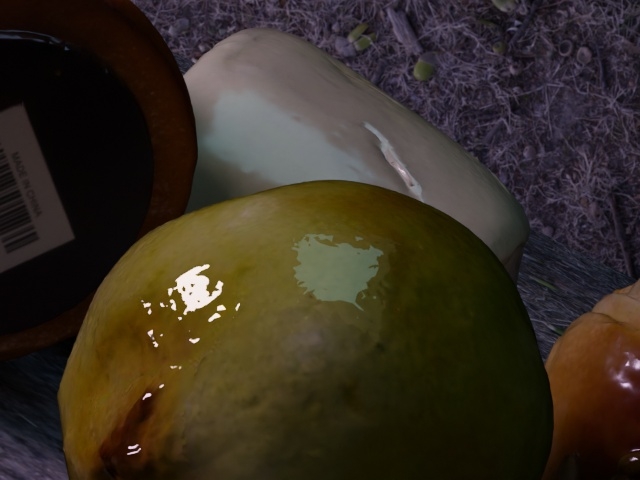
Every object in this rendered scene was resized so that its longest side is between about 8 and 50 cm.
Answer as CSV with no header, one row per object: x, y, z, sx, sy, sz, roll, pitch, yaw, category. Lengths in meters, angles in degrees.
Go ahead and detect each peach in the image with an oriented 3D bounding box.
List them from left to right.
-0.005,0.103,1.212,0.316,0.281,0.314,13,22,-28,peach

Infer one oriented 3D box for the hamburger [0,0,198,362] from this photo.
-0.270,-0.092,1.365,0.330,0.330,0.250,21,17,-34,hamburger

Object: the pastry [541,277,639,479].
0.352,0.175,1.427,0.410,0.409,0.245,27,6,-5,pastry

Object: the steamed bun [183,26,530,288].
0.000,0.000,1.674,0.371,0.290,0.456,30,11,6,steamed bun
